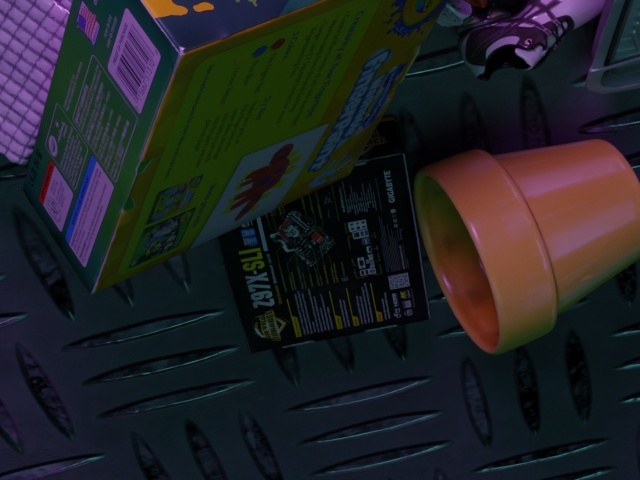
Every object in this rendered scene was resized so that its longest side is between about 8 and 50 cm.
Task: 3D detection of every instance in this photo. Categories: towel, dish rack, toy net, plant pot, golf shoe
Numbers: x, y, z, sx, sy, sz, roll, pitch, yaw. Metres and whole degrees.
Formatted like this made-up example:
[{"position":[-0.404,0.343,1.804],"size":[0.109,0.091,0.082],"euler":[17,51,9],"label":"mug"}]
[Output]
[{"position":[-0.357,-0.253,1.653],"size":[0.284,0.121,0.235],"euler":[34,130,-5],"label":"towel"},{"position":[0.444,-0.280,1.761],"size":[0.286,0.072,0.333],"euler":[-12,164,-1],"label":"dish rack"},{"position":[0.144,-0.290,1.740],"size":[0.045,0.122,0.232],"euler":[-60,164,-5],"label":"toy net"},{"position":[0.275,-0.014,1.972],"size":[0.239,0.254,0.254],"euler":[-22,136,-9],"label":"plant pot"},{"position":[0.260,-0.242,1.826],"size":[0.198,0.094,0.077],"euler":[-20,147,14],"label":"golf shoe"}]

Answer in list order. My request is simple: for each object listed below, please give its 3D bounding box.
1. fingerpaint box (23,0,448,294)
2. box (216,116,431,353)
[{"position":[-0.084,-0.178,1.611],"size":[0.371,0.163,0.445],"euler":[-26,161,-30],"label":"fingerpaint box"},{"position":[0.000,0.000,2.044],"size":[0.257,0.079,0.322],"euler":[-10,135,3],"label":"box"}]
